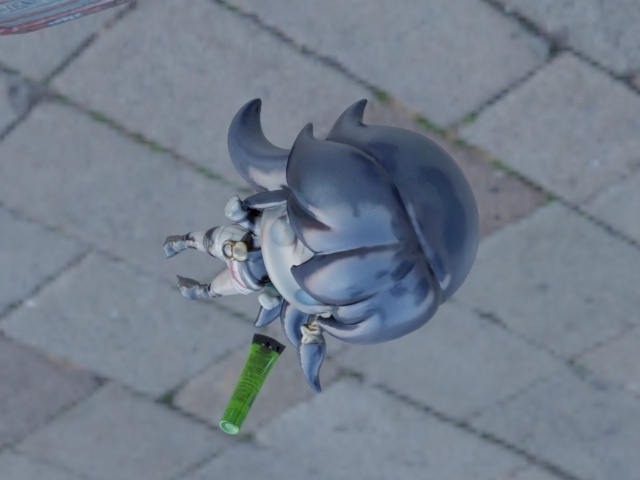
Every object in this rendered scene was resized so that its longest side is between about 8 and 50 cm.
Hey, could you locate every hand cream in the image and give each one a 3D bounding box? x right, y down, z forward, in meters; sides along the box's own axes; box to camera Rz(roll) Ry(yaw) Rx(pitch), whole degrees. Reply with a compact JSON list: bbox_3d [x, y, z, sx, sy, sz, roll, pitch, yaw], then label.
[{"bbox_3d":[-0.072,0.146,1.819,0.036,0.122,0.023,21,141,4],"label":"hand cream"}]

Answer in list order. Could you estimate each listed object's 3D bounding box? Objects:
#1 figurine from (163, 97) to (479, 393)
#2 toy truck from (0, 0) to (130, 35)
[{"bbox_3d":[0.005,-0.008,1.383,0.265,0.197,0.175,23,160,52],"label":"figurine"},{"bbox_3d":[-0.154,-0.234,0.784,0.114,0.270,0.135,-15,170,15],"label":"toy truck"}]
